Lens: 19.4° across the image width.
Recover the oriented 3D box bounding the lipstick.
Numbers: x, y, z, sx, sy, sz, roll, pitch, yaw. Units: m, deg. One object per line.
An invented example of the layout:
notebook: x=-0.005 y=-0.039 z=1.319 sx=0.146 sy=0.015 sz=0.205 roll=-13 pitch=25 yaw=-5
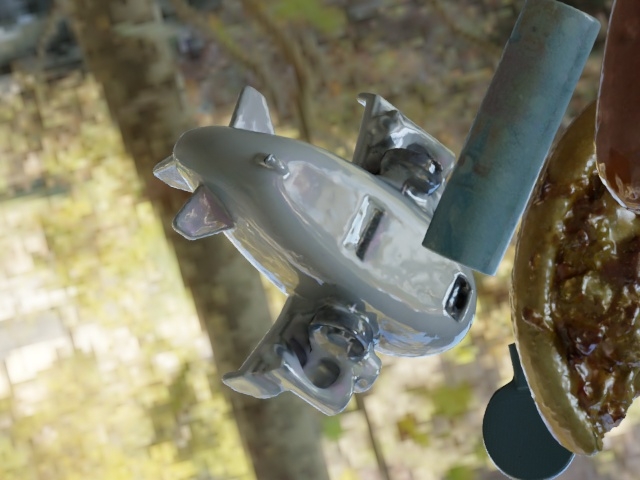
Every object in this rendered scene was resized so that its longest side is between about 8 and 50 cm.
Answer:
lipstick: x=0.109 y=-0.060 z=1.072 sx=0.048 sy=0.158 sz=0.048 roll=22 pitch=-175 yaw=-2

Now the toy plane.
toy plane: x=0.002 y=-0.001 z=1.318 sx=0.252 sy=0.252 sz=0.118 roll=-14 pitch=174 yaw=-31

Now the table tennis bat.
table tennis bat: x=0.215 y=0.178 z=1.954 sx=0.100 sy=0.155 sz=0.019 roll=-10 pitch=155 yaw=5

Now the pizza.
pizza: x=0.288 y=0.037 z=1.763 sx=0.226 sy=0.335 sz=0.086 roll=5 pitch=178 yaw=-16

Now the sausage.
sausage: x=0.271 y=-0.140 z=1.420 sx=0.113 sy=0.259 sz=0.113 roll=12 pitch=165 yaw=3
